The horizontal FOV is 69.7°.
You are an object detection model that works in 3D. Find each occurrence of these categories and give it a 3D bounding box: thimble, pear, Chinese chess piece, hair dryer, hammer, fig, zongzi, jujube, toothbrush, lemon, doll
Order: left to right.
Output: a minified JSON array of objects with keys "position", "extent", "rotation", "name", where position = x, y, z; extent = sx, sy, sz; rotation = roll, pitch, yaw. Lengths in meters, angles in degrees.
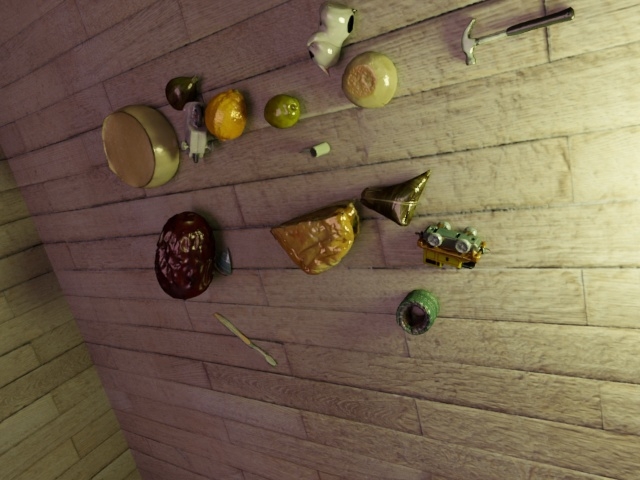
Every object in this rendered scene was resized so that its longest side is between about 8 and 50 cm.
[{"position":[-0.732,-0.377,1.869],"extent":[0.338,0.140,0.337],"rotation":[14,119,27],"name":"Chinese chess piece"},{"position":[-0.489,-0.541,1.656],"extent":[0.155,0.103,0.109],"rotation":[-22,134,28],"name":"fig"},{"position":[-0.555,0.074,1.889],"extent":[0.259,0.258,0.376],"rotation":[25,127,23],"name":"jujube"},{"position":[-0.319,-0.428,1.561],"extent":[0.142,0.142,0.187],"rotation":[37,120,15],"name":"lemon"},{"position":[-0.339,0.440,2.042],"extent":[0.375,0.028,0.037],"rotation":[37,134,15],"name":"toothbrush"},{"position":[-0.122,-0.409,1.463],"extent":[0.131,0.107,0.107],"rotation":[-10,105,46],"name":"pear"},{"position":[-0.033,-0.291,1.487],"extent":[0.124,0.063,0.037],"rotation":[6,117,46],"name":"hair dryer"},{"position":[0.023,-0.573,1.284],"extent":[0.107,0.110,0.180],"rotation":[17,127,-18],"name":"doll"},{"position":[0.214,-0.158,1.369],"extent":[0.187,0.084,0.184],"rotation":[30,110,25],"name":"zongzi"},{"position":[0.310,0.227,1.461],"extent":[0.119,0.090,0.135],"rotation":[33,126,19],"name":"thimble"},{"position":[0.454,-0.498,1.076],"extent":[0.247,0.029,0.102],"rotation":[-7,107,35],"name":"hammer"}]

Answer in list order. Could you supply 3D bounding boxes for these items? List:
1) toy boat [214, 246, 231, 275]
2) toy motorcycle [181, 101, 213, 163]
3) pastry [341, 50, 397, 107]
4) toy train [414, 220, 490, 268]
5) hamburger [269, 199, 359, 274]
[{"position":[-0.400,0.089,1.921],"extent":[0.096,0.034,0.122],"rotation":[39,126,7],"name":"toy boat"},{"position":[-0.452,-0.412,1.676],"extent":[0.260,0.110,0.170],"rotation":[116,147,-53],"name":"toy motorcycle"},{"position":[0.135,-0.444,1.279],"extent":[0.157,0.092,0.156],"rotation":[18,127,25],"name":"pastry"},{"position":[0.377,0.023,1.330],"extent":[0.220,0.089,0.127],"rotation":[16,129,27],"name":"toy train"},{"position":[0.000,0.003,1.528],"extent":[0.330,0.162,0.208],"rotation":[-12,106,35],"name":"hamburger"}]
